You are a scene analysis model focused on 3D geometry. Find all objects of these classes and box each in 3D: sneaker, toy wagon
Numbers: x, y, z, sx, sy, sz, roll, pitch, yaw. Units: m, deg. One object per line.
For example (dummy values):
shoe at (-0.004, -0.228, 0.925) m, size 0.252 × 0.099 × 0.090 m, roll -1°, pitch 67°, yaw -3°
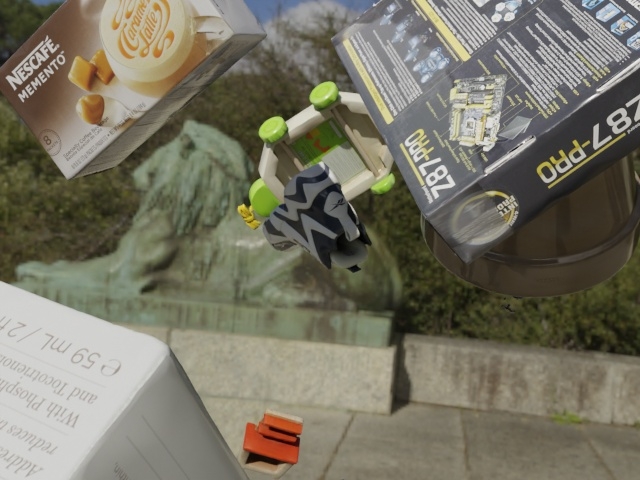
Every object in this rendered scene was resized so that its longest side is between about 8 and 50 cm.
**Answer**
sneaker at (0.000, 0.000, 1.252) m, size 0.094 × 0.153 × 0.235 m, roll -27°, pitch -15°, yaw -31°
toy wagon at (-0.017, -0.148, 1.653) m, size 0.267 × 0.344 × 0.068 m, roll 52°, pitch 9°, yaw -38°

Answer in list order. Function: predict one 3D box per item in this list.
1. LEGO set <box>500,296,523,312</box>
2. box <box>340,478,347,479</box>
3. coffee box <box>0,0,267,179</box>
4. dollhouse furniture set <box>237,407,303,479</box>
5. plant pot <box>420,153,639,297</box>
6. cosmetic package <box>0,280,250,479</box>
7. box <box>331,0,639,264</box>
LEGO set at (0.381, 0.107, 1.662) m, size 0.054 × 0.083 × 0.023 m, roll 43°, pitch -24°, yaw 5°
box at (-0.001, 0.429, 1.067) m, size 0.045 × 0.184 × 0.190 m, roll 20°, pitch 13°, yaw 13°
coffee box at (-0.200, -0.193, 0.869) m, size 0.246 × 0.141 × 0.098 m, roll -35°, pitch 2°, yaw 22°
dollhouse furniture set at (-0.098, 0.426, 1.374) m, size 0.262 × 0.135 × 0.259 m, roll 19°, pitch 44°, yaw -12°
plant pot at (0.293, -0.129, 1.154) m, size 0.323 × 0.280 × 0.323 m, roll -5°, pitch 44°, yaw 5°
cosmetic package at (-0.310, 0.290, 0.756) m, size 0.329 × 0.394 × 0.327 m, roll 14°, pitch -37°, yaw 29°
box at (0.198, -0.203, 0.891) m, size 0.097 × 0.318 × 0.395 m, roll 46°, pitch 15°, yaw -37°
